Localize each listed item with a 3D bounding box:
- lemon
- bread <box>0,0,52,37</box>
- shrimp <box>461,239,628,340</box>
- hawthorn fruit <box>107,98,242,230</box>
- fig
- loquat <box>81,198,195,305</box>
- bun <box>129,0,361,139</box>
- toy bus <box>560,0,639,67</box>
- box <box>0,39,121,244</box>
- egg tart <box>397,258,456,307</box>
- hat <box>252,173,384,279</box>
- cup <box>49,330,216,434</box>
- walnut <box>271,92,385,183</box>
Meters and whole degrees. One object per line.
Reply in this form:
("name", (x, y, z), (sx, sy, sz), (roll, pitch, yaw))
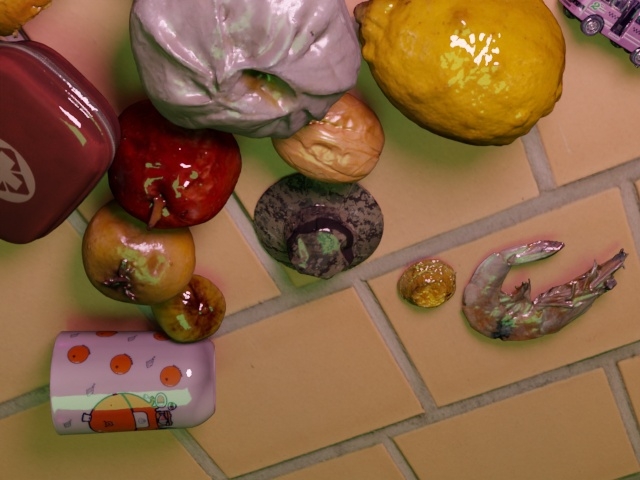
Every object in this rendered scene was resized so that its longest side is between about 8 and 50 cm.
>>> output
("lemon", (0.227, -0.294, 1.345), (0.285, 0.285, 0.316), (-34, 98, 20))
("bread", (-0.442, -0.421, 1.240), (0.340, 0.179, 0.194), (-33, 124, 21))
("shrimp", (0.462, 0.092, 1.783), (0.360, 0.085, 0.247), (-26, 119, 20))
("hawthorn fruit", (-0.254, -0.106, 1.453), (0.230, 0.265, 0.210), (14, 140, -11))
("fig", (-0.267, 0.133, 1.719), (0.153, 0.136, 0.121), (36, 162, 2))
("loquat", (-0.335, 0.027, 1.582), (0.213, 0.213, 0.213), (-2, 128, -3))
("bun", (-0.113, -0.272, 1.268), (0.355, 0.194, 0.354), (-7, 144, -5))
("toy bus", (0.496, -0.371, 1.405), (0.199, 0.096, 0.108), (23, 119, -23))
("box", (-0.495, -0.149, 1.411), (0.263, 0.108, 0.404), (43, 134, -11))
("egg tart", (0.226, 0.095, 1.776), (0.131, 0.052, 0.130), (-1, 126, -1))
("hat", (0.000, 0.000, 1.638), (0.266, 0.128, 0.265), (-1, 124, -2))
("cup", (-0.379, 0.289, 1.781), (0.318, 0.212, 0.212), (-2, 128, -5))
("walnut", (0.012, -0.182, 1.481), (0.207, 0.159, 0.159), (15, 125, -16))
